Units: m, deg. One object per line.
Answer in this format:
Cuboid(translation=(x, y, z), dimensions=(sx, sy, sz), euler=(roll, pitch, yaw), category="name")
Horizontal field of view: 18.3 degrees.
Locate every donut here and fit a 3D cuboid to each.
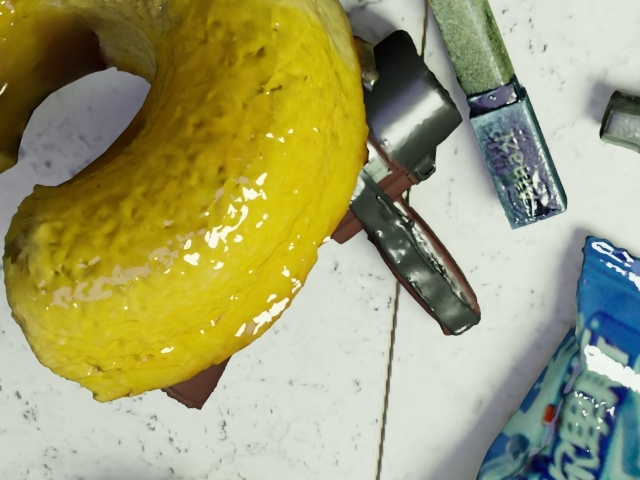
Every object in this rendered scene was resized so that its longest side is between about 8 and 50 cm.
Cuboid(translation=(-0.176, -0.123, 1.509), dimensions=(0.435, 0.163, 0.378), euler=(36, 85, 21), category="donut")

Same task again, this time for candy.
Cuboid(translation=(0.227, 0.173, 1.695), dimensions=(0.187, 0.077, 0.331), euler=(28, 109, -5), category="candy")

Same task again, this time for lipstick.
Cuboid(translation=(0.123, -0.161, 1.599), dimensions=(0.051, 0.051, 0.312), euler=(-18, 106, 15), category="lipstick")

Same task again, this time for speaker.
Cuboid(translation=(-0.011, 0.008, 1.618), dimensions=(0.329, 0.198, 0.259), euler=(-31, 90, 9), category="speaker")

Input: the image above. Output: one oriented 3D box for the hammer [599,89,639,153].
Cuboid(translation=(0.329, -0.227, 1.553), dimensions=(0.111, 0.043, 0.365), euler=(19, 110, 1), category="hammer")
